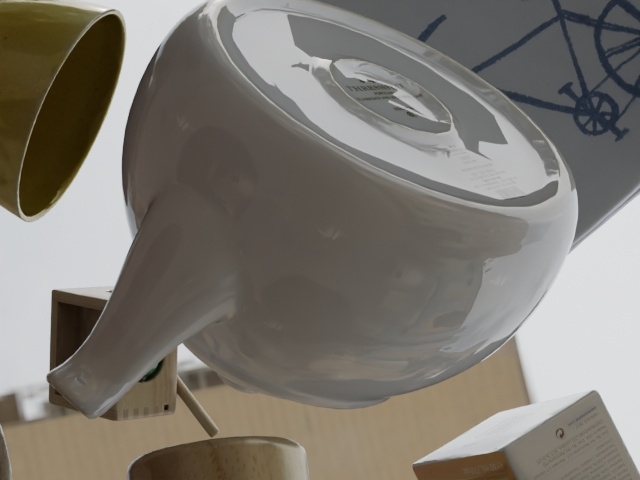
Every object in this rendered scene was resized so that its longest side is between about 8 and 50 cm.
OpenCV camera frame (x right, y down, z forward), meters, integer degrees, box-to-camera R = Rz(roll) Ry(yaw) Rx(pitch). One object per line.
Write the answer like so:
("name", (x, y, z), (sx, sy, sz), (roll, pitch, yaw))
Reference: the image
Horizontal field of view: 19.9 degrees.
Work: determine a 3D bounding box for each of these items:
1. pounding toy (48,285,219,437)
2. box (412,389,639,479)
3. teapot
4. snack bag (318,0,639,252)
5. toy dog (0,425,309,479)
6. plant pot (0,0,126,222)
("pounding toy", (-0.175, 0.115, 1.714), (0.141, 0.100, 0.130), (8, -83, 47))
("box", (0.162, 0.204, 1.257), (0.170, 0.091, 0.130), (63, -29, 0))
("teapot", (0.000, 0.000, 0.955), (0.252, 0.256, 0.187), (-102, -146, -59))
("snack bag", (0.116, -0.170, 1.209), (0.342, 0.323, 0.037), (50, -7, 2))
("toy dog", (-0.078, 0.198, 0.887), (0.333, 0.161, 0.220), (2, -99, 49))
("plant pot", (-0.186, -0.091, 1.065), (0.095, 0.134, 0.134), (24, -61, 7))
